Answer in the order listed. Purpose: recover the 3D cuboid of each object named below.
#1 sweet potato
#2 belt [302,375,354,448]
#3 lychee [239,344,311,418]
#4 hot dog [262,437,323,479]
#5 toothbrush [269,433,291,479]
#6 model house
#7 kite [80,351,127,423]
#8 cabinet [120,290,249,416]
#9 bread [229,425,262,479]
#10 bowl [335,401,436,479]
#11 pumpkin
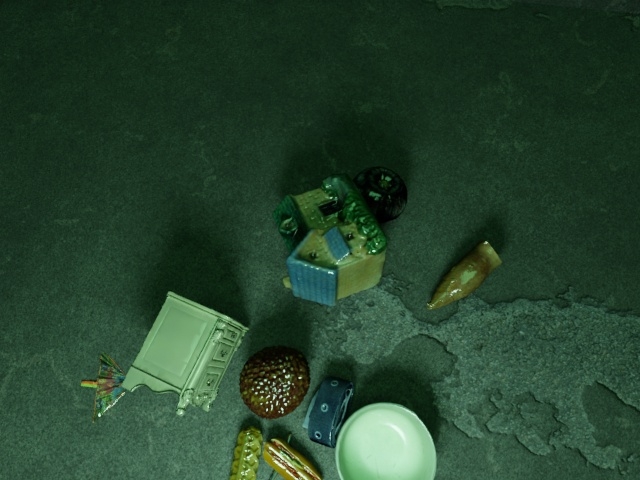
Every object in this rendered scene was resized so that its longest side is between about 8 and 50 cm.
[{"bbox_3d":[0.521,0.142,1.616,0.337,0.131,0.131,-42,75,-14],"label":"sweet potato"},{"bbox_3d":[0.023,0.559,1.466,0.129,0.122,0.217,9,67,30],"label":"belt"},{"bbox_3d":[-0.143,0.454,1.446,0.236,0.271,0.235,26,43,-27],"label":"lychee"},{"bbox_3d":[-0.094,0.723,1.422,0.236,0.062,0.092,38,75,1],"label":"hot dog"},{"bbox_3d":[-0.159,0.790,1.437,0.031,0.023,0.320,20,72,0],"label":"toothbrush"},{"bbox_3d":[0.000,0.000,1.570,0.343,0.334,0.381,-19,61,-9],"label":"model house"},{"bbox_3d":[-0.748,0.512,1.543,0.184,0.014,0.241,2,71,2],"label":"kite"},{"bbox_3d":[-0.422,0.373,1.448,0.228,0.290,0.317,20,74,9],"label":"cabinet"},{"bbox_3d":[-0.252,0.787,1.412,0.077,0.084,0.367,24,66,-39],"label":"bread"},{"bbox_3d":[0.198,0.673,1.405,0.308,0.163,0.306,0,71,0],"label":"bowl"},{"bbox_3d":[0.223,-0.174,1.706,0.233,0.163,0.232,8,58,-13],"label":"pumpkin"}]
